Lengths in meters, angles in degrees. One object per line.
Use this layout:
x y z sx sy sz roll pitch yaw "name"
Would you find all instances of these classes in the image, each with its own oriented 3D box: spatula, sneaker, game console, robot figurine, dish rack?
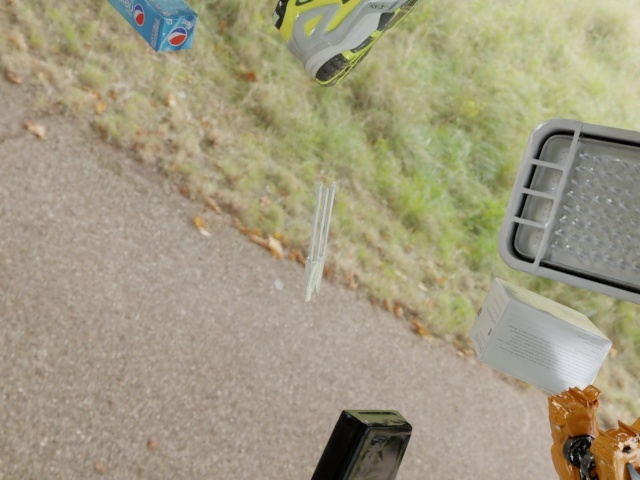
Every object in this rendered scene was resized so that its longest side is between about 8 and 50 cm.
0.000 0.000 1.679 0.019 0.242 0.168 10 5 13 "spatula"
0.085 -0.404 1.255 0.147 0.145 0.385 44 62 0 "sneaker"
-0.036 0.255 0.753 0.044 0.213 0.361 27 5 34 "game console"
0.384 0.347 1.070 0.085 0.291 0.211 -21 20 -12 "robot figurine"
0.497 -0.051 1.421 0.332 0.286 0.072 18 1 38 "dish rack"

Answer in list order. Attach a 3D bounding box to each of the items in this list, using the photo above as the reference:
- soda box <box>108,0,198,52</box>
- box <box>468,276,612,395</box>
-0.297 -0.407 1.397 0.071 0.067 0.210 -17 53 -38 "soda box"
0.361 0.163 1.367 0.182 0.119 0.181 23 9 0 "box"
